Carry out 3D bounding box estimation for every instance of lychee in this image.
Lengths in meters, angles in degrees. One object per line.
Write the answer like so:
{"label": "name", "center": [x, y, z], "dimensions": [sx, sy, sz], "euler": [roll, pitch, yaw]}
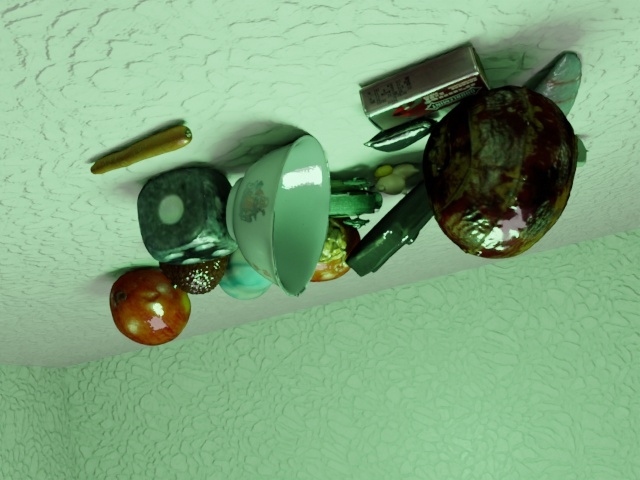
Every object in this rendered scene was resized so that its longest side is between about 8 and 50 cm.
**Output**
{"label": "lychee", "center": [-0.350, 0.062, 2.019], "dimensions": [0.194, 0.195, 0.194], "euler": [-11, 166, -3]}

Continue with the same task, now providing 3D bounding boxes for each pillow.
{"label": "pillow", "center": [0.174, -0.222, 1.521], "dimensions": [0.141, 0.055, 0.208], "euler": [-18, -177, 16]}

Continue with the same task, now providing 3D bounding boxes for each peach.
{"label": "peach", "center": [-0.549, 0.205, 2.311], "dimensions": [0.280, 0.238, 0.281], "euler": [28, 168, 7]}
{"label": "peach", "center": [0.000, 0.000, 2.035], "dimensions": [0.243, 0.199, 0.244], "euler": [-18, 128, -25]}

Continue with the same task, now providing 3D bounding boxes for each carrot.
{"label": "carrot", "center": [-0.347, -0.170, 1.399], "dimensions": [0.247, 0.043, 0.043], "euler": [-16, 166, 23]}

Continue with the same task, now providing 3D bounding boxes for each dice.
{"label": "dice", "center": [-0.288, -0.051, 1.625], "dimensions": [0.182, 0.182, 0.183], "euler": [-14, 167, 16]}

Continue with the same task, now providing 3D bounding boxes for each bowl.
{"label": "bowl", "center": [-0.104, -0.060, 1.574], "dimensions": [0.157, 0.346, 0.345], "euler": [7, 172, 18]}

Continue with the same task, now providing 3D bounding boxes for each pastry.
{"label": "pastry", "center": [-0.043, -0.001, 1.861], "dimensions": [0.249, 0.103, 0.154], "euler": [10, -169, 8]}

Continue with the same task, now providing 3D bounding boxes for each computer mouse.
{"label": "computer mouse", "center": [0.632, -0.230, 1.905], "dimensions": [0.181, 0.089, 0.056], "euler": [-6, 175, -32]}

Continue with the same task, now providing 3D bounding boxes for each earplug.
{"label": "earplug", "center": [-0.193, 0.070, 2.063], "dimensions": [0.184, 0.185, 0.324], "euler": [-9, 175, -14]}

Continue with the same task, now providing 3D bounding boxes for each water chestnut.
{"label": "water chestnut", "center": [0.370, -0.135, 1.442], "dimensions": [0.302, 0.351, 0.350], "euler": [13, 157, -20]}

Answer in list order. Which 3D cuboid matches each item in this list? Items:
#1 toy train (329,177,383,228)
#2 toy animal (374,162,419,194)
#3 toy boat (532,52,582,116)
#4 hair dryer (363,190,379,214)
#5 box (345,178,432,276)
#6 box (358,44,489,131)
{"label": "toy train", "center": [-0.001, -0.106, 1.817], "dimensions": [0.307, 0.127, 0.189], "euler": [-5, -157, -23]}
{"label": "toy animal", "center": [0.190, -0.147, 1.853], "dimensions": [0.114, 0.082, 0.091], "euler": [-8, 162, -19]}
{"label": "toy boat", "center": [0.472, -0.299, 1.539], "dimensions": [0.206, 0.096, 0.282], "euler": [-3, 151, -22]}
{"label": "hair dryer", "center": [0.136, -0.110, 2.059], "dimensions": [0.063, 0.038, 0.124], "euler": [-11, 160, -3]}
{"label": "box", "center": [0.232, -0.067, 1.882], "dimensions": [0.359, 0.091, 0.350], "euler": [-46, 180, -23]}
{"label": "box", "center": [0.195, -0.282, 1.366], "dimensions": [0.224, 0.069, 0.120], "euler": [-19, 165, 19]}
